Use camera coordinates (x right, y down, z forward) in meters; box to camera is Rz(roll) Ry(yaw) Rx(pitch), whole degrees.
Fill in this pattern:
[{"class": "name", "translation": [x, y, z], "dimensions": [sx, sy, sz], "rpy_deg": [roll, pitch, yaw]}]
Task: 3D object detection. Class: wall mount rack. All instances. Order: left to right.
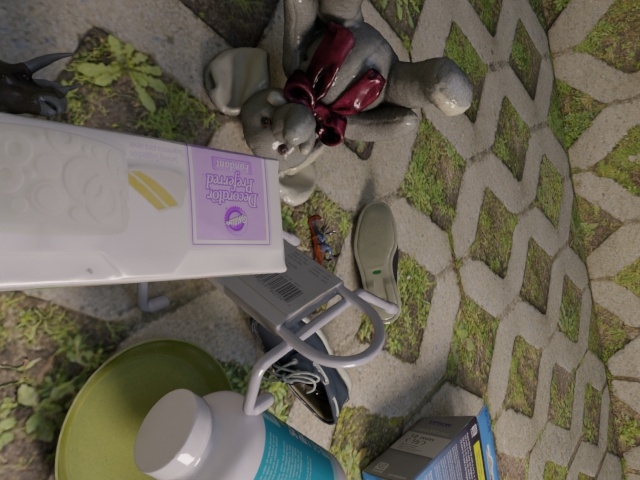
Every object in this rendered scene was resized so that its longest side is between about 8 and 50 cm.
[{"class": "wall mount rack", "translation": [-0.050, 0.056, 0.691], "dimensions": [0.304, 0.350, 0.131], "rpy_deg": [-28, 143, -43]}]

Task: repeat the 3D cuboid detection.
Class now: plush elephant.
[{"class": "plush elephant", "translation": [-0.012, -0.204, 0.766], "dimensions": [0.272, 0.330, 0.255], "rpy_deg": [45, 77, -19]}]

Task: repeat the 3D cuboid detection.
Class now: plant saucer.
[{"class": "plant saucer", "translation": [-0.207, 0.240, 0.645], "dimensions": [0.240, 0.037, 0.241], "rpy_deg": [7, 80, -48]}]

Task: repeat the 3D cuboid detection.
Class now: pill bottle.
[{"class": "pill bottle", "translation": [-0.091, 0.277, 0.633], "dimensions": [0.264, 0.146, 0.146], "rpy_deg": [47, 54, -35]}]

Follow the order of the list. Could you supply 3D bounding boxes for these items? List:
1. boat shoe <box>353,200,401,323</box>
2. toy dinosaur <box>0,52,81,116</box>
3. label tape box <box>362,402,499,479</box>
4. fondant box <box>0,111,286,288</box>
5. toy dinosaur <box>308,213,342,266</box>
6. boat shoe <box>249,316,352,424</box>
[{"class": "boat shoe", "translation": [0.107, 0.043, 1.000], "dimensions": [0.079, 0.083, 0.233], "rpy_deg": [72, 15, -77]}, {"class": "toy dinosaur", "translation": [-0.391, -0.174, 0.450], "dimensions": [0.313, 0.121, 0.160], "rpy_deg": [38, 48, -34]}, {"class": "label tape box", "translation": [0.239, 0.505, 1.059], "dimensions": [0.347, 0.115, 0.249], "rpy_deg": [-16, 98, -50]}, {"class": "fondant box", "translation": [-0.226, -0.007, 0.430], "dimensions": [0.238, 0.330, 0.096], "rpy_deg": [1, 86, -48]}, {"class": "toy dinosaur", "translation": [0.000, 0.000, 0.899], "dimensions": [0.082, 0.047, 0.090], "rpy_deg": [48, 62, -11]}, {"class": "boat shoe", "translation": [-0.033, 0.193, 0.805], "dimensions": [0.255, 0.095, 0.079], "rpy_deg": [60, 36, -37]}]
